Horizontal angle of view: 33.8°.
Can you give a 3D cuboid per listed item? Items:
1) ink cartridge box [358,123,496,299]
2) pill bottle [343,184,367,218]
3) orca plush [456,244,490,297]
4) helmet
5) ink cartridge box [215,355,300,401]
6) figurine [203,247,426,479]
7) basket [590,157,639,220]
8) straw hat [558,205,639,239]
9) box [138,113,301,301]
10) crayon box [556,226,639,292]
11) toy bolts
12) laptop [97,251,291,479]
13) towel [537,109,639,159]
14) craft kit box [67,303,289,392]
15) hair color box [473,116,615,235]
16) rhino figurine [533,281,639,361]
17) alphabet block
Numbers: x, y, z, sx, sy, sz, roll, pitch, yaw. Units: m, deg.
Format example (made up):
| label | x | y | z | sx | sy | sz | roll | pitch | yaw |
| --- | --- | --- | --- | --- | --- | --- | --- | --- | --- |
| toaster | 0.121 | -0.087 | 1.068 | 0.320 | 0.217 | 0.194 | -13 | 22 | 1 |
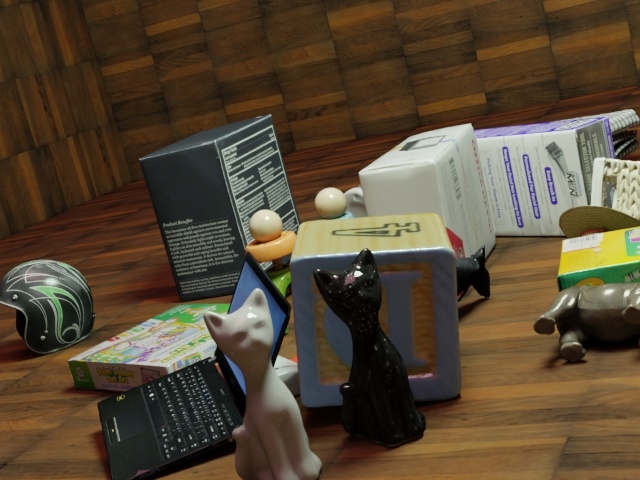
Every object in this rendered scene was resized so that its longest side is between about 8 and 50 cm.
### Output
| label | x | y | z | sx | sy | sz | roll | pitch | yaw |
| --- | --- | --- | --- | --- | --- | --- | --- | --- | --- |
| ink cartridge box | 0.182 | -0.047 | 1.717 | 0.131 | 0.226 | 0.306 | -8 | 12 | 21 |
| pill bottle | 0.149 | -0.078 | 2.155 | 0.208 | 0.119 | 0.119 | -24 | 15 | -39 |
| orca plush | 0.135 | 0.108 | 1.485 | 0.287 | 0.102 | 0.151 | -10 | -37 | -32 |
| helmet | -0.507 | 0.114 | 1.936 | 0.169 | 0.162 | 0.169 | -14 | 12 | 3 |
| ink cartridge box | -0.045 | 0.169 | 1.432 | 0.179 | 0.045 | 0.145 | -23 | 15 | -24 |
| figurine | -0.010 | 0.136 | 1.134 | 0.214 | 0.210 | 0.092 | -19 | 13 | -20 |
| basket | 0.496 | -0.065 | 1.605 | 0.103 | 0.113 | 0.167 | 3 | 0 | 41 |
| straw hat | 0.415 | 0.011 | 1.548 | 0.144 | 0.144 | 0.061 | -3 | 56 | 43 |
| box | -0.186 | -0.072 | 2.096 | 0.182 | 0.294 | 0.296 | -9 | 12 | 21 |
| crayon box | 0.454 | 0.034 | 1.367 | 0.278 | 0.081 | 0.165 | -10 | 13 | 17 |
| toy bolts | 0.000 | 0.000 | 1.870 | 0.218 | 0.159 | 0.228 | -3 | 17 | 44 |
| laptop | -0.166 | 0.152 | 1.314 | 0.264 | 0.137 | 0.234 | -21 | 20 | -10 |
| towel | 0.512 | -0.184 | 2.229 | 0.283 | 0.121 | 0.235 | -6 | 13 | 41 |
| craft kit box | -0.220 | 0.165 | 1.637 | 0.246 | 0.061 | 0.249 | 0 | 19 | 41 |
| hair color box | 0.362 | -0.109 | 1.882 | 0.110 | 0.185 | 0.338 | -21 | 14 | -36 |
| rhino figurine | 0.382 | 0.085 | 1.243 | 0.243 | 0.073 | 0.106 | -7 | 17 | 25 |
| alphabet block | 0.068 | 0.080 | 1.301 | 0.193 | 0.193 | 0.197 | -2 | 12 | 3 |
